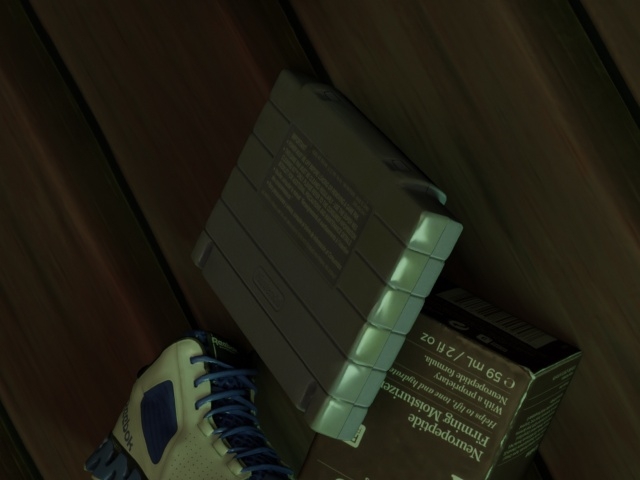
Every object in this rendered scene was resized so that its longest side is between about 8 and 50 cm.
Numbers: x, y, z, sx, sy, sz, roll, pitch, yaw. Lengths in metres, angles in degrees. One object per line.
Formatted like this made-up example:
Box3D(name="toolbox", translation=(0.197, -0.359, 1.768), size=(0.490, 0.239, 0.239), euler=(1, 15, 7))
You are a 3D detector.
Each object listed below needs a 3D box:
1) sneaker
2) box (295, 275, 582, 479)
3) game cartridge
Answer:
Box3D(name="sneaker", translation=(-0.105, 0.187, 1.914), size=(0.315, 0.127, 0.182), euler=(21, 94, 48))
Box3D(name="box", translation=(0.112, 0.162, 1.834), size=(0.168, 0.167, 0.203), euler=(27, 104, 18))
Box3D(name="game cartridge", translation=(0.000, 0.000, 1.817), size=(0.230, 0.068, 0.355), euler=(-59, 31, 12))
